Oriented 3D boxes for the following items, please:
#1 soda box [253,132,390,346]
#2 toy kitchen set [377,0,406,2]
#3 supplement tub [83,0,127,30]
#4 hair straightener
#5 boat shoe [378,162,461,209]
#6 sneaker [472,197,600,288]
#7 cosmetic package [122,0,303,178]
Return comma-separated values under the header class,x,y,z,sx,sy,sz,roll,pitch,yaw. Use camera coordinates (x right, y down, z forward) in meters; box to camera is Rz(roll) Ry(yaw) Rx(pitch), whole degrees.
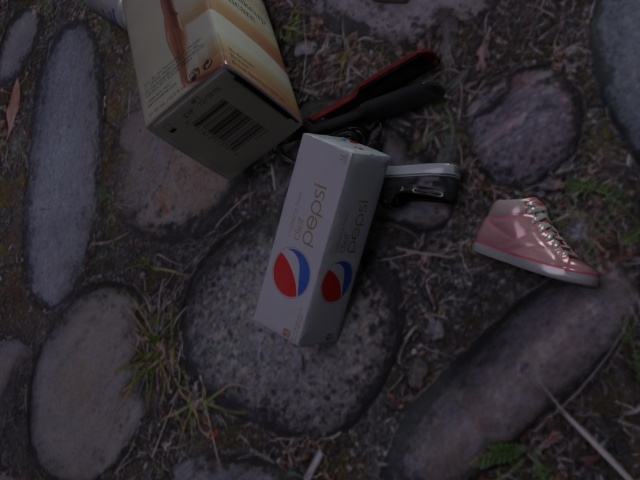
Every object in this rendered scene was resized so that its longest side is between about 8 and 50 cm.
class,x,y,z,sx,sy,sz,roll,pitch,yaw
soda box,0.000,0.000,0.956,0.074,0.069,0.216,26,108,37
toy kitchen set,-0.003,-0.376,1.053,0.207,0.166,0.122,14,83,37
supplement tub,-0.292,-0.351,1.308,0.107,0.071,0.071,35,96,37
hair straightener,0.038,-0.132,1.019,0.230,0.047,0.089,-21,64,29
boat shoe,0.082,-0.055,0.965,0.142,0.049,0.040,-4,73,32
sneaker,0.211,-0.003,0.854,0.134,0.051,0.070,23,94,42
cosmetic package,-0.140,-0.243,1.097,0.129,0.153,0.296,-34,53,22
